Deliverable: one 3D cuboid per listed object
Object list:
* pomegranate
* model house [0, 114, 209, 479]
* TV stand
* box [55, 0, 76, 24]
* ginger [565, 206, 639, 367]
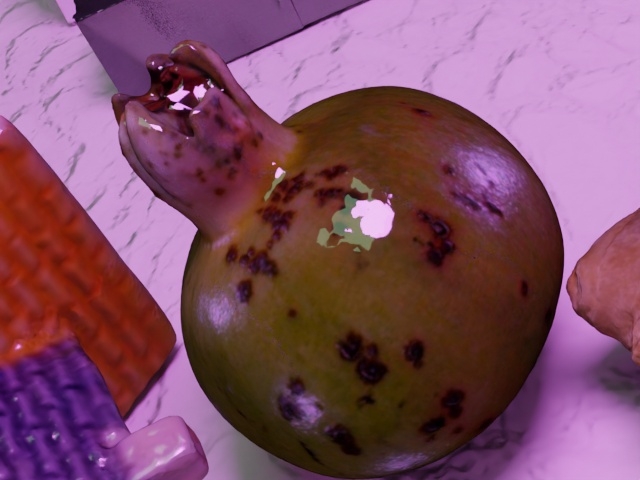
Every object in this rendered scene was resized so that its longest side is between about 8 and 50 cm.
[{"bbox_3d":[0.006,0.000,0.604,0.179,0.179,0.210,-38,85,-11],"label":"pomegranate"},{"bbox_3d":[-0.189,0.082,0.621,0.237,0.202,0.237,-32,40,-4],"label":"model house"},{"bbox_3d":[-0.032,-0.194,0.918,0.269,0.083,0.088,-24,41,6],"label":"TV stand"},{"bbox_3d":[-0.146,-0.325,1.089,0.203,0.116,0.274,-22,41,8],"label":"box"},{"bbox_3d":[0.195,0.047,0.543,0.148,0.081,0.333,-4,42,-16],"label":"ginger"}]
